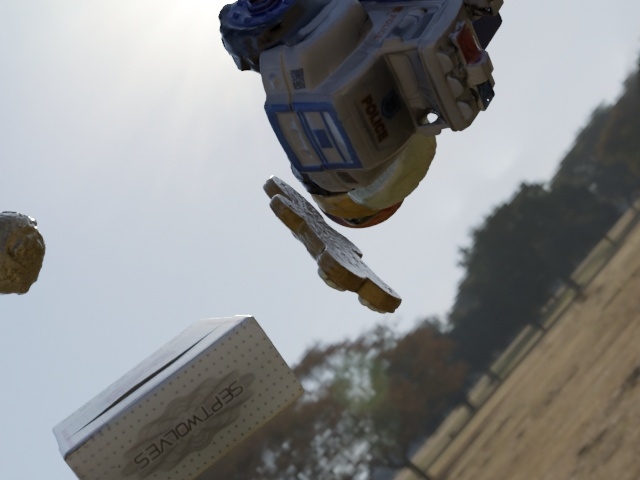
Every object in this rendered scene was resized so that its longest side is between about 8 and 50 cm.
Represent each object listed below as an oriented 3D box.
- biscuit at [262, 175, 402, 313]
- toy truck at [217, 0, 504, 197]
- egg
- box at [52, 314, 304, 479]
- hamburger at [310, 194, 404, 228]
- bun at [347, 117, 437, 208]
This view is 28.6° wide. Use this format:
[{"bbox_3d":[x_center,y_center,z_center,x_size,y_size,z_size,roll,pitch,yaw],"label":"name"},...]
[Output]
[{"bbox_3d":[-0.001,0.001,1.453,0.035,0.240,0.158,-48,-48,7],"label":"biscuit"},{"bbox_3d":[0.053,-0.138,0.876,0.213,0.177,0.161,-58,-45,-33],"label":"toy truck"},{"bbox_3d":[-0.435,0.020,1.742,0.118,0.116,0.140,-29,-9,-36],"label":"egg"},{"bbox_3d":[-0.153,0.171,1.254,0.210,0.095,0.330,-37,6,-13],"label":"box"},{"bbox_3d":[0.055,-0.098,1.851,0.162,0.162,0.115,-48,-20,-6],"label":"hamburger"},{"bbox_3d":[0.071,-0.085,1.250,0.069,0.115,0.115,14,-56,-37],"label":"bun"}]
